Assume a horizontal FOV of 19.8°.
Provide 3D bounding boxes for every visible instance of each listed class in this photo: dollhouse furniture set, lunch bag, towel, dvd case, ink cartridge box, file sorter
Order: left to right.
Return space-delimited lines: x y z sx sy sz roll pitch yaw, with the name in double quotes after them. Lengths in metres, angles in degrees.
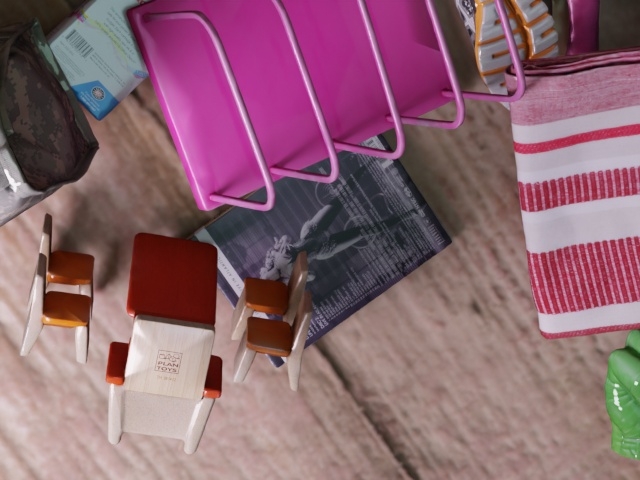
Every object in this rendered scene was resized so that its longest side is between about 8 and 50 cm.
-0.342 -0.066 1.574 0.235 0.287 0.169 -23 106 8 "lunch bag"
-0.198 -0.188 1.729 0.122 0.052 0.088 -44 107 -1 "ink cartridge box"
-0.136 0.064 1.673 0.262 0.259 0.135 9 119 -8 "dollhouse furniture set"
0.000 0.000 1.828 0.221 0.018 0.164 -36 107 -5 "dvd case"
0.013 -0.169 1.684 0.291 0.182 0.202 -25 106 -21 "file sorter"
0.314 -0.043 1.793 0.237 0.037 0.329 -7 125 7 "towel"

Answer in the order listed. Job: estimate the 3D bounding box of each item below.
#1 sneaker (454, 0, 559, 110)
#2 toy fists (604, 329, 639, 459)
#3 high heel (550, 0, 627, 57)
0.171 -0.231 1.794 0.084 0.083 0.215 -20 106 -9 "sneaker"
0.431 0.147 1.916 0.279 0.096 0.142 -4 100 -11 "toy fists"
0.227 -0.220 1.818 0.117 0.082 0.244 -29 110 3 "high heel"
